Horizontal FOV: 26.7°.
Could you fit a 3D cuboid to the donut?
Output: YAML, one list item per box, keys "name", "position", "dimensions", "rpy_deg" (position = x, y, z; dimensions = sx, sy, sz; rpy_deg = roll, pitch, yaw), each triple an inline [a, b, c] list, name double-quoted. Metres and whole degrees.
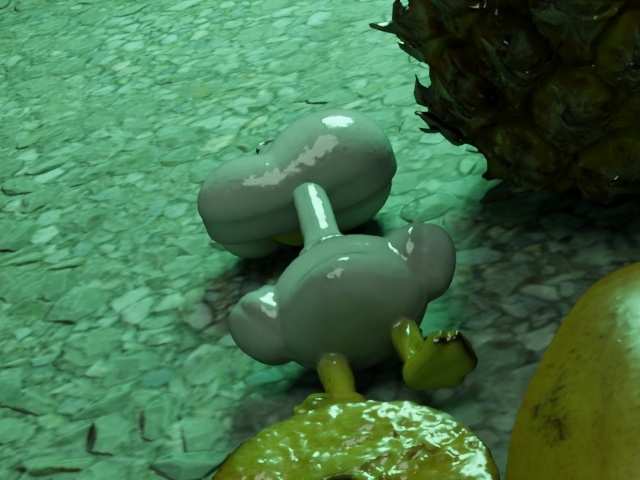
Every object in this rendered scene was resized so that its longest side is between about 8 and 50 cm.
- name: "donut"
  position: [0.011, 0.161, 0.683]
  dimensions: [0.174, 0.074, 0.190]
  rpy_deg: [-13, 25, 11]

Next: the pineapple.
- name: "pineapple"
  position: [0.198, -0.198, 0.978]
  dimensions: [0.353, 0.300, 0.352]
  rpy_deg: [-12, 29, 7]

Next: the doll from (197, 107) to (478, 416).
- name: "doll"
  position: [0.000, -0.001, 0.955]
  dimensions: [0.160, 0.094, 0.365]
  rpy_deg: [-25, 28, 0]

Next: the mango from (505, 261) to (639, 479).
- name: "mango"
  position: [0.166, 0.106, 0.644]
  dimensions: [0.154, 0.126, 0.252]
  rpy_deg: [-13, 27, 30]
